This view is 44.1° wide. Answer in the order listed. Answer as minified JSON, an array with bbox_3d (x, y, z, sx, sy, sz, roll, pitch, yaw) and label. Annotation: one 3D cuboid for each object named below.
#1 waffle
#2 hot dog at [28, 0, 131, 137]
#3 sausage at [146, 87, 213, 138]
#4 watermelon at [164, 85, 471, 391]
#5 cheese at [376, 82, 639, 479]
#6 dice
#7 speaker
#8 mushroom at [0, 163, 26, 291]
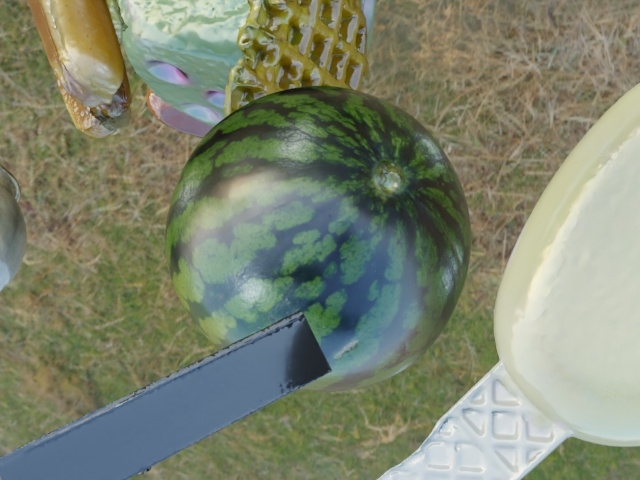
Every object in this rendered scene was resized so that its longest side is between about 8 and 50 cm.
[{"bbox_3d":[-0.017,-0.199,1.008,0.068,0.325,0.302,15,134,29],"label":"waffle"},{"bbox_3d":[-0.284,-0.274,0.919,0.100,0.337,0.135,-19,153,-12],"label":"hot dog"},{"bbox_3d":[-0.238,-0.240,1.475,0.179,0.089,0.089,16,131,-15],"label":"sausage"},{"bbox_3d":[0.000,0.000,0.737,0.285,0.285,0.285,8,129,11],"label":"watermelon"},{"bbox_3d":[0.102,0.047,0.312,0.251,0.054,0.127,-44,68,2],"label":"cheese"},{"bbox_3d":[-0.101,-0.357,1.242,0.318,0.322,0.330,14,169,17],"label":"dice"},{"bbox_3d":[-0.088,0.103,0.466,0.046,0.191,0.040,64,160,5],"label":"speaker"},{"bbox_3d":[-0.406,-0.004,0.945,0.108,0.247,0.096,-17,129,2],"label":"mushroom"}]
